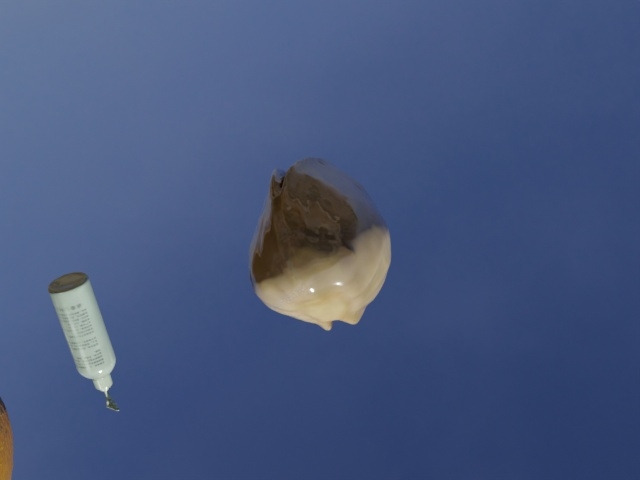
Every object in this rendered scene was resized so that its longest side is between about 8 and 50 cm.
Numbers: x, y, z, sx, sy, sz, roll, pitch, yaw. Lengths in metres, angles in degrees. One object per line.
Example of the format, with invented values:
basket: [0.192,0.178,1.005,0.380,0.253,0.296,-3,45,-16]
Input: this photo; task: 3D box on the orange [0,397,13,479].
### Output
orange: [-0.452,0.228,1.254,0.274,0.274,0.274,-29,-150,18]

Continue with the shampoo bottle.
shampoo bottle: [-0.305,0.138,1.606,0.056,0.195,0.056,-10,-155,5]

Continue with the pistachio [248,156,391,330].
pistachio: [0.000,0.000,1.104,0.126,0.152,0.223,-19,-169,12]
